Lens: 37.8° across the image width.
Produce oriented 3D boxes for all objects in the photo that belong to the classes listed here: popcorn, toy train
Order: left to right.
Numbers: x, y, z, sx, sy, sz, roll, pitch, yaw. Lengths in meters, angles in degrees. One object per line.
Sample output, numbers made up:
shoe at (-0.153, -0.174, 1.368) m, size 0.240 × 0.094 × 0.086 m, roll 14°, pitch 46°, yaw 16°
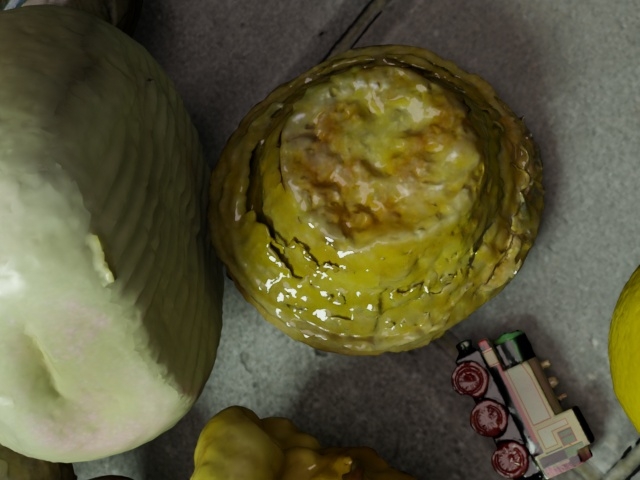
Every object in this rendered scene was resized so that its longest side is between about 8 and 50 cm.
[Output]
popcorn at (0.006, 0.280, 0.752) m, size 0.297 × 0.281 × 0.316 m, roll 37°, pitch 138°, yaw 12°
toy train at (0.170, 0.140, 0.800) m, size 0.087 × 0.050 × 0.138 m, roll -28°, pitch 77°, yaw 10°

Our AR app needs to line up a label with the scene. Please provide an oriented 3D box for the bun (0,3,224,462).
bun at (-0.209, -0.007, 0.739) m, size 0.213 × 0.361 × 0.361 m, roll -11°, pitch 83°, yaw 8°

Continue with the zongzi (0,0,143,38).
zongzi at (-0.278, -0.092, 0.926) m, size 0.356 × 0.174 × 0.393 m, roll -32°, pitch 95°, yaw 5°

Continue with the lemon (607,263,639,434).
lemon at (0.304, 0.086, 0.690) m, size 0.178 × 0.178 × 0.203 m, roll -1°, pitch 96°, yaw 19°

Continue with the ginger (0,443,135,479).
ginger at (-0.309, 0.178, 0.814) m, size 0.375 × 0.256 × 0.176 m, roll 49°, pitch 116°, yaw 20°

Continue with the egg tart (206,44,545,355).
egg tart at (0.045, -0.050, 0.777) m, size 0.294 × 0.123 × 0.294 m, roll -1°, pitch 72°, yaw 3°

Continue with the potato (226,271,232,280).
potato at (0.000, 0.000, 0.851) m, size 0.149 × 0.081 × 0.120 m, roll 18°, pitch 94°, yaw 19°
